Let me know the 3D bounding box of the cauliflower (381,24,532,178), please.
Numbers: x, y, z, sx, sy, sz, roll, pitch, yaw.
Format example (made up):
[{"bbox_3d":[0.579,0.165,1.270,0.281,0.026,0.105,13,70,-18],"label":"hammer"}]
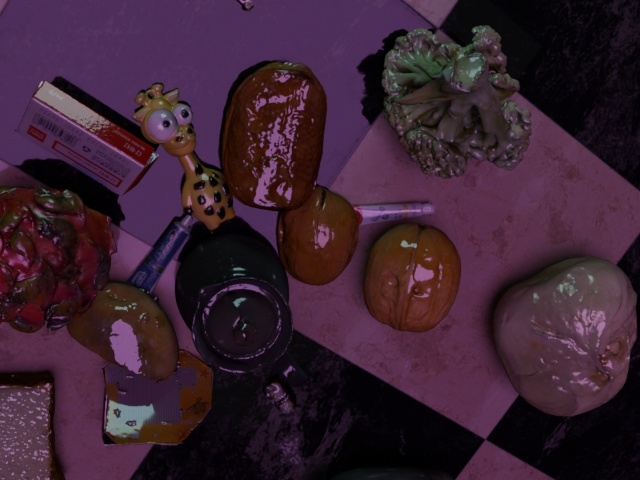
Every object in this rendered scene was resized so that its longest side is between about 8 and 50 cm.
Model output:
[{"bbox_3d":[0.265,-0.268,1.296,0.327,0.281,0.260,39,62,-4],"label":"cauliflower"}]

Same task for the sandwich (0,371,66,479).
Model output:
[{"bbox_3d":[-0.623,0.383,1.376,0.226,0.087,0.251,-2,103,-13],"label":"sandwich"}]

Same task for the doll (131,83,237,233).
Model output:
[{"bbox_3d":[-0.245,-0.152,1.311,0.117,0.086,0.291,-38,112,-32],"label":"doll"}]

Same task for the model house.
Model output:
[{"bbox_3d":[-0.333,0.338,1.419,0.220,0.207,0.136,4,141,-23],"label":"model house"}]

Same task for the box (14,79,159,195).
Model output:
[{"bbox_3d":[-0.412,-0.175,1.252,0.229,0.123,0.050,32,53,-18],"label":"box"}]

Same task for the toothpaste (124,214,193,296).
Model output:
[{"bbox_3d":[-0.308,0.029,1.373,0.057,0.035,0.197,36,98,-9],"label":"toothpaste"}]

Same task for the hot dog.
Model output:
[{"bbox_3d":[-0.081,-0.195,1.316,0.196,0.122,0.272,4,100,-15],"label":"hot dog"}]

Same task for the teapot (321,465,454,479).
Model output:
[{"bbox_3d":[0.111,0.631,1.555,0.312,0.233,0.314,9,132,-8],"label":"teapot"}]

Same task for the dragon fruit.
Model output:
[{"bbox_3d":[-0.518,0.028,1.191,0.291,0.269,0.250,-16,111,-52],"label":"dragon fruit"}]

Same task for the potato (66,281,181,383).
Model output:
[{"bbox_3d":[-0.364,0.164,1.340,0.243,0.098,0.138,27,95,-5],"label":"potato"}]

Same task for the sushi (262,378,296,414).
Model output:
[{"bbox_3d":[-0.082,0.331,1.500,0.046,0.044,0.083,-39,111,2],"label":"sushi"}]

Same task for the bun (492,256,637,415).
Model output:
[{"bbox_3d":[0.547,0.210,1.513,0.361,0.213,0.360,-4,106,-14],"label":"bun"}]

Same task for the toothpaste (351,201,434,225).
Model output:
[{"bbox_3d":[0.139,-0.057,1.448,0.191,0.031,0.048,-6,109,-7],"label":"toothpaste"}]

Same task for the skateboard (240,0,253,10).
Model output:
[{"bbox_3d":[-0.128,-0.468,1.278,0.064,0.032,0.083,38,98,-9],"label":"skateboard"}]

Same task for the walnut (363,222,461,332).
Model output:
[{"bbox_3d":[0.181,0.076,1.416,0.193,0.193,0.225,15,104,-16],"label":"walnut"}]

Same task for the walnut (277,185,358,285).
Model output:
[{"bbox_3d":[0.000,0.002,1.401,0.167,0.087,0.211,-1,106,-9],"label":"walnut"}]

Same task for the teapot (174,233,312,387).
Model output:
[{"bbox_3d":[-0.146,0.159,1.311,0.224,0.285,0.305,-15,107,-8],"label":"teapot"}]
